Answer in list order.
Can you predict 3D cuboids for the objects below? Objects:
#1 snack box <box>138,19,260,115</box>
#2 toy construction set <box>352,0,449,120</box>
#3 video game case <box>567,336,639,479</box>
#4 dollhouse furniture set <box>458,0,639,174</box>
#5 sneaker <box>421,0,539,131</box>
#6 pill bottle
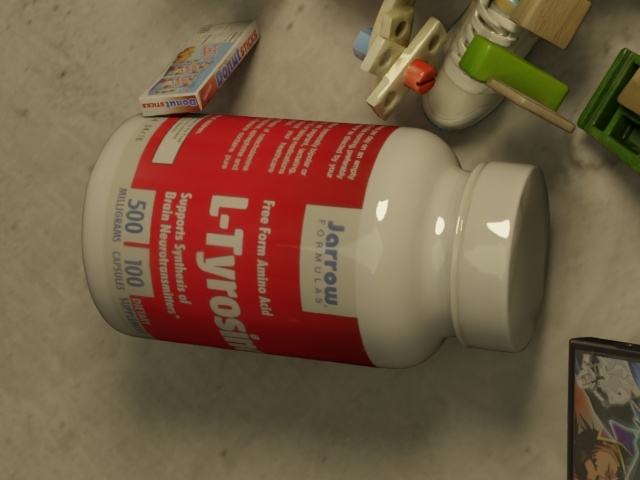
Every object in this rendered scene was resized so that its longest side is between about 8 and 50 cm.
[{"bbox_3d":[-0.118,-0.175,1.425,0.064,0.178,0.022,-2,120,20],"label":"snack box"},{"bbox_3d":[0.006,-0.275,1.361,0.328,0.151,0.215,41,70,16],"label":"toy construction set"},{"bbox_3d":[0.311,0.235,1.278,0.248,0.035,0.274,5,96,60],"label":"video game case"},{"bbox_3d":[0.287,-0.225,1.233,0.198,0.151,0.301,25,103,-25],"label":"dollhouse furniture set"},{"bbox_3d":[0.167,-0.204,1.355,0.087,0.092,0.228,39,106,13],"label":"sneaker"},{"bbox_3d":[0.000,0.000,1.357,0.408,0.229,0.229,5,95,21],"label":"pill bottle"}]
